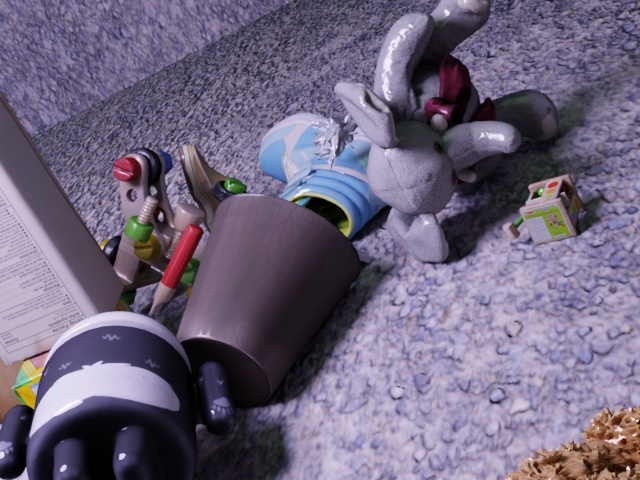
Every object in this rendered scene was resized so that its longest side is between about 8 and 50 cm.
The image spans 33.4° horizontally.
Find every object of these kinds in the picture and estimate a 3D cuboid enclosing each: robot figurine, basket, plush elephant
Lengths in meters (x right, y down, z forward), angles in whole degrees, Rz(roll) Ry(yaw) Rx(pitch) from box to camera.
[{"bbox_3d":[-0.216,0.193,1.125,0.173,0.209,0.278,-59,20,19],"label":"robot figurine"},{"bbox_3d":[-0.081,0.078,1.311,0.154,0.204,0.227,112,-177,-48],"label":"basket"},{"bbox_3d":[0.144,-0.134,1.358,0.330,0.272,0.255,-24,33,9],"label":"plush elephant"}]

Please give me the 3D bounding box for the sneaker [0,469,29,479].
[{"bbox_3d":[-0.355,0.303,1.299,0.232,0.090,0.115,-43,-8,-1],"label":"sneaker"}]

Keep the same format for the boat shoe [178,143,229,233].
[{"bbox_3d":[-0.172,-0.089,1.728,0.072,0.190,0.068,-15,50,5],"label":"boat shoe"}]

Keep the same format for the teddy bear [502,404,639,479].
[{"bbox_3d":[0.154,0.229,0.791,0.338,0.113,0.245,-29,21,3],"label":"teddy bear"}]

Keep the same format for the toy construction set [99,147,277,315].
[{"bbox_3d":[-0.224,0.029,1.553,0.237,0.257,0.309,-62,7,17],"label":"toy construction set"}]

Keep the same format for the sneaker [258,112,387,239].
[{"bbox_3d":[-0.027,-0.086,1.594,0.319,0.127,0.208,8,43,47],"label":"sneaker"}]

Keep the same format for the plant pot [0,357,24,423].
[{"bbox_3d":[-0.461,0.102,1.592,0.237,0.254,0.237,-25,25,12],"label":"plant pot"}]

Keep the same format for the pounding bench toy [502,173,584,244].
[{"bbox_3d":[0.262,-0.035,1.268,0.083,0.052,0.065,-15,27,32],"label":"pounding bench toy"}]

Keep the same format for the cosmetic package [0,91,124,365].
[{"bbox_3d":[-0.401,-0.012,1.349,0.160,0.309,0.113,-21,24,14],"label":"cosmetic package"}]

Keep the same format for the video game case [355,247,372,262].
[{"bbox_3d":[0.000,0.000,1.442,0.087,0.122,0.011,29,99,64],"label":"video game case"}]

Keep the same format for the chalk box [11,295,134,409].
[{"bbox_3d":[-0.302,0.164,1.430,0.132,0.132,0.213,-26,24,9],"label":"chalk box"}]
